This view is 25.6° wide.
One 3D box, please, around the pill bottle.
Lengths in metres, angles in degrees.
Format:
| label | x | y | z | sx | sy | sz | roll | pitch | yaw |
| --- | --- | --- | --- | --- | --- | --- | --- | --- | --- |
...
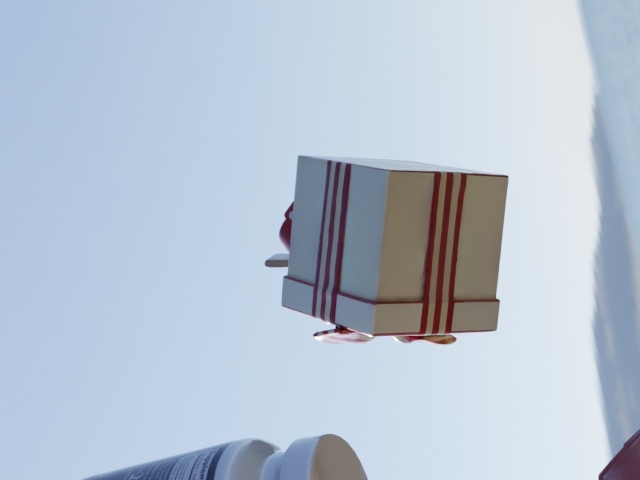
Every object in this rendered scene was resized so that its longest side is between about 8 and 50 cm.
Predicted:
| label | x | y | z | sx | sy | sz | roll | pitch | yaw |
| --- | --- | --- | --- | --- | --- | --- | --- | --- | --- |
| pill bottle | -0.129 | 0.356 | 1.705 | 0.210 | 0.363 | 0.210 | 47 | -145 | -47 |

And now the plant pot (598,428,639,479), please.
| label | x | y | z | sx | sy | sz | roll | pitch | yaw |
| --- | --- | --- | --- | --- | --- | --- | --- | --- | --- |
| plant pot | 0.398 | 0.301 | 1.345 | 0.265 | 0.272 | 0.272 | 44 | 177 | 26 |

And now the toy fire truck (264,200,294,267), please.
| label | x | y | z | sx | sy | sz | roll | pitch | yaw |
| --- | --- | --- | --- | --- | --- | --- | --- | --- | --- |
| toy fire truck | 0.000 | 0.000 | 2.283 | 0.217 | 0.246 | 0.158 | -4 | -132 | -53 |

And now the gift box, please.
| label | x | y | z | sx | sy | sz | roll | pitch | yaw |
| --- | --- | --- | --- | --- | --- | --- | --- | --- | --- |
| gift box | 0.100 | 0.017 | 2.002 | 0.276 | 0.255 | 0.258 | 13 | 100 | 59 |
